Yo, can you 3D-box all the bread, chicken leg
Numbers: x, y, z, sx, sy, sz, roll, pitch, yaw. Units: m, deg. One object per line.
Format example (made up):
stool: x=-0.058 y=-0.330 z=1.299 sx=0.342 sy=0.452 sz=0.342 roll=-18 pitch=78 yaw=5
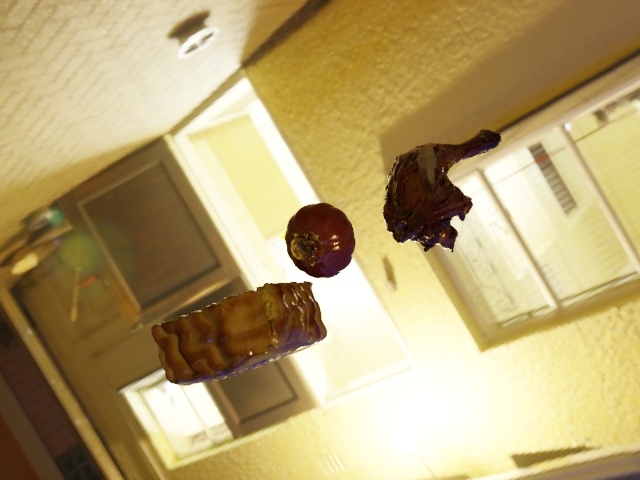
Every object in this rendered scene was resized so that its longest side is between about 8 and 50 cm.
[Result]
bread: x=-0.094 y=0.119 z=1.021 sx=0.181 sy=0.096 sz=0.222 roll=-20 pitch=172 yaw=24
chicken leg: x=0.202 y=-0.113 z=1.336 sx=0.407 sy=0.158 sz=0.096 roll=-49 pitch=153 yaw=-51

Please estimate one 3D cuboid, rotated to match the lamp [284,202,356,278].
lamp: x=0.000 y=0.000 z=1.024 sx=0.101 sy=0.101 sz=0.090 roll=-29 pitch=176 yaw=40
